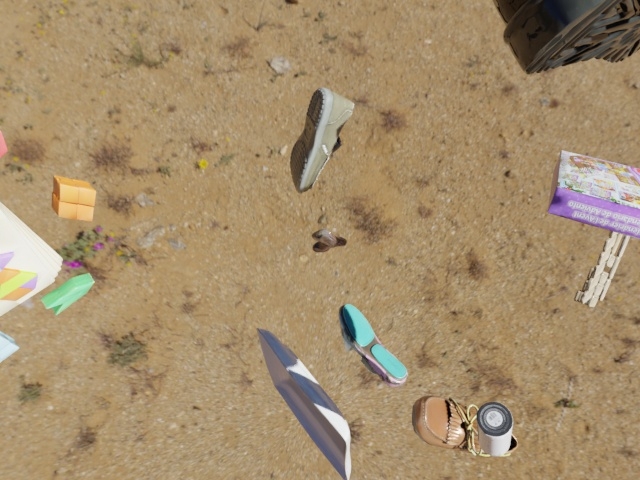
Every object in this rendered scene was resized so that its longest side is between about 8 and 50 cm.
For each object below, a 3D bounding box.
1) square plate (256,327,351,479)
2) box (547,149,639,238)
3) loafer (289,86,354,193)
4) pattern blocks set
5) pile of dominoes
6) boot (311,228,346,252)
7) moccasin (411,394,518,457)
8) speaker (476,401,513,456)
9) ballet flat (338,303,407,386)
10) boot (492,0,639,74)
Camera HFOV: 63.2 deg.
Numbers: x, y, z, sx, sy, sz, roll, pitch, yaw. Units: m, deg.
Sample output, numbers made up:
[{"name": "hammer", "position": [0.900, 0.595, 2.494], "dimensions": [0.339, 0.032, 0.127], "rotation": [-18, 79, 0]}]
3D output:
[{"name": "square plate", "position": [-0.028, 0.406, 1.289], "dimensions": [0.049, 0.344, 0.347], "rotation": [-32, 56, -21]}, {"name": "box", "position": [0.559, -0.094, 1.014], "dimensions": [0.201, 0.057, 0.293], "rotation": [19, 29, 19]}, {"name": "loafer", "position": [0.003, -0.193, 1.071], "dimensions": [0.087, 0.251, 0.094], "rotation": [0, 51, -23]}, {"name": "pattern blocks set", "position": [-0.351, 0.031, 0.515], "dimensions": [0.285, 0.325, 0.026], "rotation": [-44, 69, -10]}, {"name": "pile of dominoes", "position": [0.668, 0.034, 1.228], "dimensions": [0.040, 0.196, 0.251], "rotation": [24, 98, 39]}, {"name": "boot", "position": [0.000, 0.000, 1.355], "dimensions": [0.106, 0.114, 0.037], "rotation": [-16, 73, 26]}, {"name": "moccasin", "position": [0.390, 0.507, 1.393], "dimensions": [0.380, 0.147, 0.139], "rotation": [35, 54, -28]}, {"name": "speaker", "position": [0.284, 0.312, 0.853], "dimensions": [0.055, 0.136, 0.055], "rotation": [-9, 54, 12]}, {"name": "ballet flat", "position": [0.106, 0.250, 1.202], "dimensions": [0.221, 0.079, 0.077], "rotation": [48, 44, 14]}, {"name": "boot", "position": [0.227, -0.303, 0.471], "dimensions": [0.348, 0.131, 0.260], "rotation": [-20, 76, -37]}]
